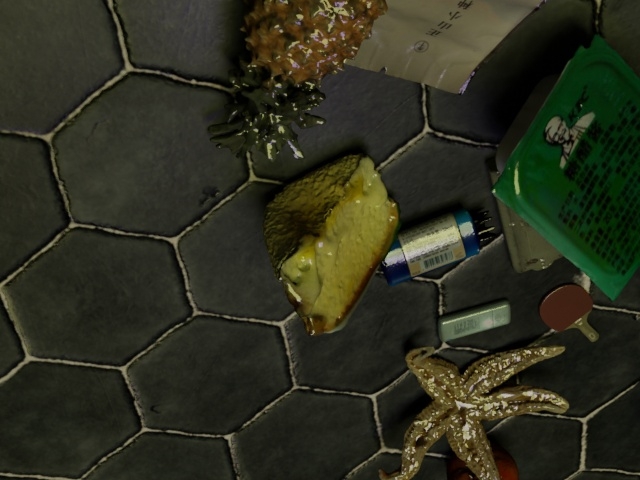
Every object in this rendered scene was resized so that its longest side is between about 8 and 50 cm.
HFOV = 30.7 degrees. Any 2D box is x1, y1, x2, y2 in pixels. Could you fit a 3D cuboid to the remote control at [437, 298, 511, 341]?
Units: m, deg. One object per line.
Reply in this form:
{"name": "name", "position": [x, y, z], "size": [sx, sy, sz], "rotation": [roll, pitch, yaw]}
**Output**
{"name": "remote control", "position": [0.251, 0.131, 1.903], "size": [0.124, 0.018, 0.053], "rotation": [-16, 129, -5]}

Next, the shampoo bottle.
{"name": "shampoo bottle", "position": [0.176, 0.004, 1.757], "size": [0.183, 0.050, 0.087], "rotation": [-20, 128, 0]}

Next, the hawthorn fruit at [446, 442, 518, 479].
{"name": "hawthorn fruit", "position": [0.298, 0.434, 2.087], "size": [0.132, 0.133, 0.138], "rotation": [-30, 133, 8]}

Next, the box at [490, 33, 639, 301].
{"name": "box", "position": [0.374, -0.105, 1.660], "size": [0.336, 0.106, 0.264], "rotation": [37, 83, -35]}

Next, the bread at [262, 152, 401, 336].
{"name": "bread", "position": [-0.009, 0.003, 1.646], "size": [0.252, 0.133, 0.174], "rotation": [-59, 139, -26]}

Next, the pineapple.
{"name": "pineapple", "position": [-0.048, -0.215, 1.454], "size": [0.169, 0.169, 0.340], "rotation": [12, 130, -25]}

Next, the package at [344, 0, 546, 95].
{"name": "package", "position": [0.169, -0.304, 1.509], "size": [0.203, 0.062, 0.251], "rotation": [14, 135, -26]}

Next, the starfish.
{"name": "starfish", "position": [0.243, 0.280, 1.965], "size": [0.327, 0.094, 0.375], "rotation": [40, 95, -22]}

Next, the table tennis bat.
{"name": "table tennis bat", "position": [0.424, 0.125, 1.956], "size": [0.087, 0.013, 0.156], "rotation": [-40, 126, 13]}

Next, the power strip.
{"name": "power strip", "position": [0.310, -0.059, 1.757], "size": [0.092, 0.034, 0.268], "rotation": [-21, 131, 1]}
